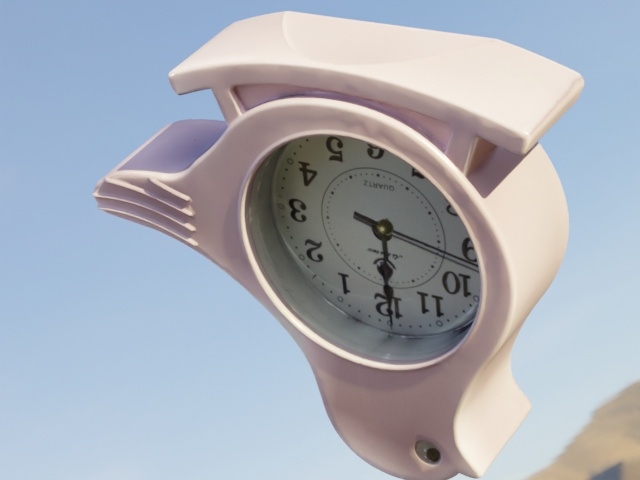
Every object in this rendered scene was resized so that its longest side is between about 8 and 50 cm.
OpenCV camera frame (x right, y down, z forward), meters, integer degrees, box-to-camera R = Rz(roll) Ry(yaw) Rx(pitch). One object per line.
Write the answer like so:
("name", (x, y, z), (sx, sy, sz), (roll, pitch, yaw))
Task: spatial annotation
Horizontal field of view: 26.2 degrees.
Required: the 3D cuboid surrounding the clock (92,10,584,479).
("clock", (0.000, 0.000, 0.829), (0.080, 0.290, 0.275), (-44, -39, -46))
